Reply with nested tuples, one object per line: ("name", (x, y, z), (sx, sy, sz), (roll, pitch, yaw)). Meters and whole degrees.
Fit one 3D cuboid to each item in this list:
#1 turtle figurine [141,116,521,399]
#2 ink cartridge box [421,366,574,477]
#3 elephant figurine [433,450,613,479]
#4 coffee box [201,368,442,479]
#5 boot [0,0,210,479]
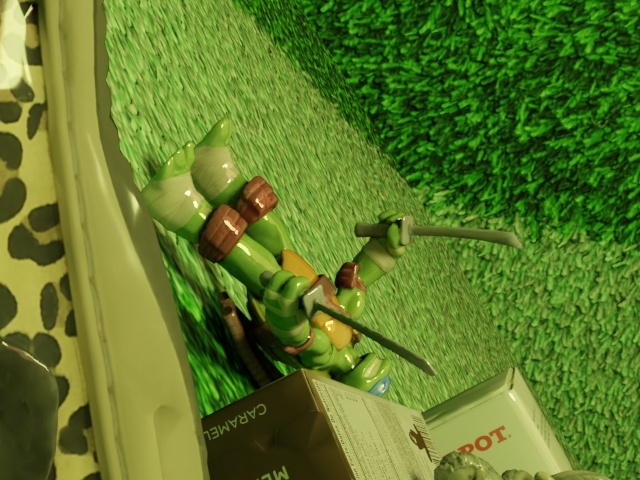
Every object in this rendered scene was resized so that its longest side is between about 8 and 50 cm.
("turtle figurine", (0.000, 0.000, 1.163), (0.266, 0.198, 0.274), (44, -30, 0))
("ink cartridge box", (0.143, 0.273, 1.205), (0.273, 0.197, 0.114), (61, 11, -1))
("elephant figurine", (0.178, 0.225, 1.026), (0.239, 0.186, 0.169), (20, 28, 1))
("coffee box", (-0.008, 0.172, 0.957), (0.098, 0.141, 0.246), (66, 14, 20))
("boot", (-0.192, -0.024, 0.324), (0.284, 0.138, 0.377), (-22, 100, -45))
